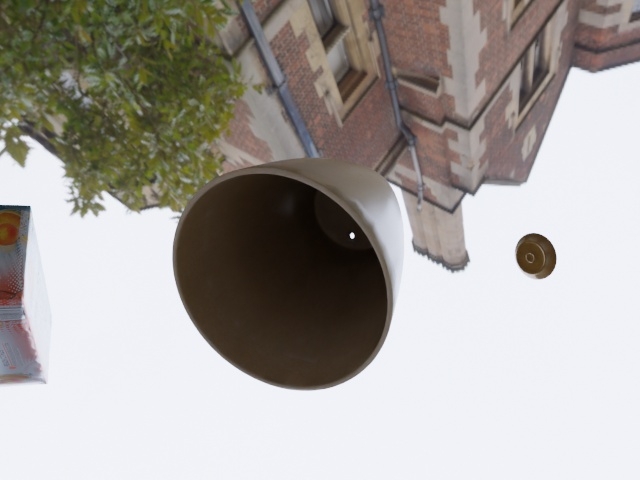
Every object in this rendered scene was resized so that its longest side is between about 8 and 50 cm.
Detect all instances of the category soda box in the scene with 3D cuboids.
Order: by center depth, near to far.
[{"bbox_3d":[-0.218,0.046,0.392,0.058,0.183,0.063,1,-119,-20],"label":"soda box"}]

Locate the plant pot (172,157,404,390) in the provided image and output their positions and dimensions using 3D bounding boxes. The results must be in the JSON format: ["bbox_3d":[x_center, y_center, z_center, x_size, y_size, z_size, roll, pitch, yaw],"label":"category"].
[{"bbox_3d":[0.000,0.000,0.733,0.256,0.257,0.274,7,-156,20],"label":"plant pot"}]

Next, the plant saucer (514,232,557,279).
[{"bbox_3d":[0.371,0.029,1.026,0.015,0.083,0.083,-8,-130,-36],"label":"plant saucer"}]
